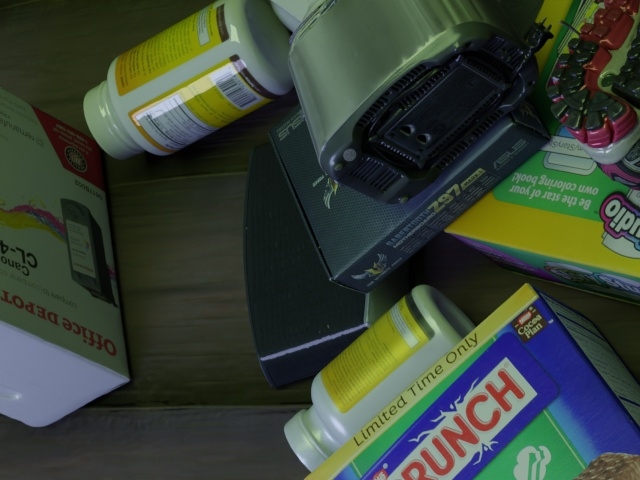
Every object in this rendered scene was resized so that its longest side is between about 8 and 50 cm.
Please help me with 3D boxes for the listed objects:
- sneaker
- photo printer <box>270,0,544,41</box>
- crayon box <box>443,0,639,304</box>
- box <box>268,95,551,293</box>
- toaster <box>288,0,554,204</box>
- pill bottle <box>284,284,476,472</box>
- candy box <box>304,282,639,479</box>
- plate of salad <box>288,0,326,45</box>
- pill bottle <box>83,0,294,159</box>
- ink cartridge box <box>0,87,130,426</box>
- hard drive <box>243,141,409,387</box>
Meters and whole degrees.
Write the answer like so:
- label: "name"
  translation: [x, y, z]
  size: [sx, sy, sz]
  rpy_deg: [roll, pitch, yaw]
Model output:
- label: "sneaker"
  translation: [0.279, -0.179, 1.584]
  size: [0.121, 0.112, 0.299]
  rpy_deg: [10, 62, 44]
- label: "photo printer"
  translation: [0.089, -0.275, 1.945]
  size: [0.256, 0.107, 0.307]
  rpy_deg: [-54, 48, 4]
- label: "crayon box"
  translation: [0.311, -0.101, 1.665]
  size: [0.363, 0.106, 0.313]
  rpy_deg: [15, 79, 51]
- label: "box"
  translation: [0.074, -0.093, 1.772]
  size: [0.232, 0.059, 0.183]
  rpy_deg: [-41, 53, 25]
- label: "toaster"
  translation: [0.076, -0.152, 1.660]
  size: [0.227, 0.129, 0.146]
  rpy_deg: [-43, 50, 22]
- label: "pill bottle"
  translation: [0.058, 0.133, 1.773]
  size: [0.184, 0.103, 0.103]
  rpy_deg: [-42, 50, 13]
- label: "candy box"
  translation: [0.175, 0.237, 1.624]
  size: [0.268, 0.122, 0.317]
  rpy_deg: [-44, 49, 12]
- label: "plate of salad"
  translation: [0.058, -0.225, 1.769]
  size: [0.200, 0.200, 0.048]
  rpy_deg: [-36, 87, 18]
- label: "pill bottle"
  translation: [-0.137, -0.164, 2.054]
  size: [0.215, 0.117, 0.117]
  rpy_deg: [-25, 56, 25]
- label: "ink cartridge box"
  translation: [-0.324, 0.007, 2.040]
  size: [0.131, 0.226, 0.306]
  rpy_deg: [-29, 55, 24]
- label: "hard drive"
  translation: [0.000, 0.000, 1.914]
  size: [0.172, 0.054, 0.255]
  rpy_deg: [-19, 58, 29]
